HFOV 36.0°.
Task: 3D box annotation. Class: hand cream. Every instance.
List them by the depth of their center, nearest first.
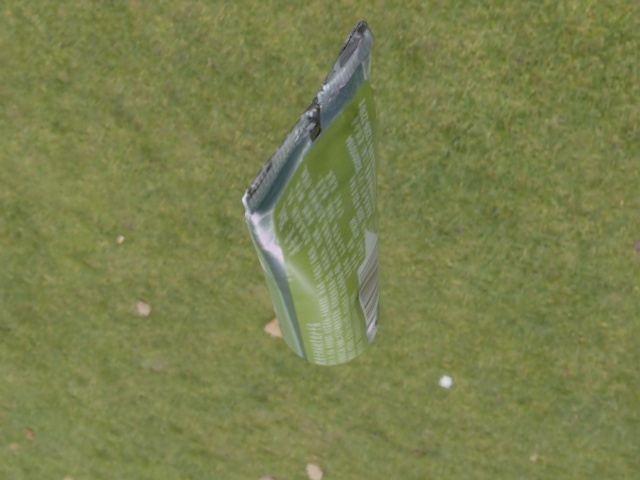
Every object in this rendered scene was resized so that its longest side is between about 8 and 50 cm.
[{"bbox_3d":[0.000,0.000,0.454,0.055,0.086,0.235,26,159,15],"label":"hand cream"}]
